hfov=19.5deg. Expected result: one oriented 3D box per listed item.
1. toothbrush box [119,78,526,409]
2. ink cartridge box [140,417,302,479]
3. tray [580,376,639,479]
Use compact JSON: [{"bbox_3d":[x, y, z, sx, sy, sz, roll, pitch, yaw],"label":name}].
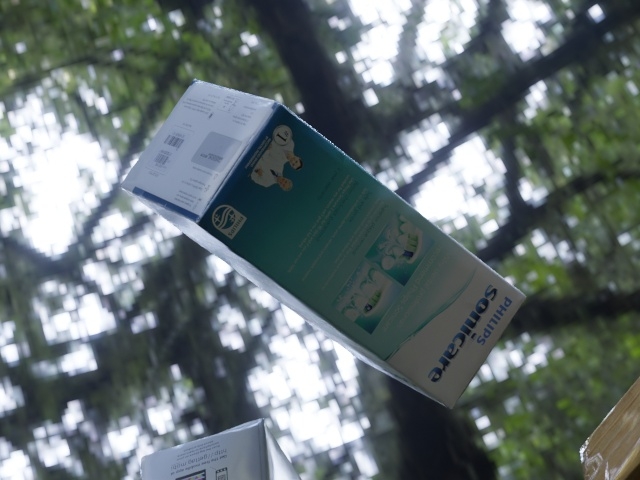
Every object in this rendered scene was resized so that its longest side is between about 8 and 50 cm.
[{"bbox_3d":[0.000,0.000,1.627,0.295,0.216,0.126,36,-95,-25],"label":"toothbrush box"},{"bbox_3d":[-0.042,0.368,1.689,0.130,0.271,0.309,-19,-49,12],"label":"ink cartridge box"},{"bbox_3d":[0.369,0.072,1.272,0.203,0.076,0.411,16,-47,-17],"label":"tray"}]
